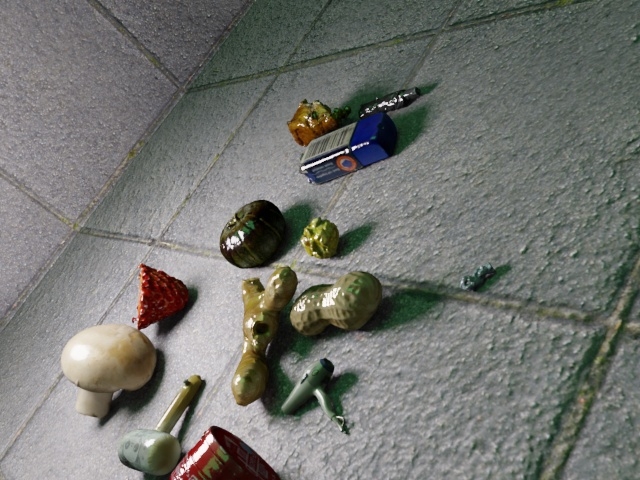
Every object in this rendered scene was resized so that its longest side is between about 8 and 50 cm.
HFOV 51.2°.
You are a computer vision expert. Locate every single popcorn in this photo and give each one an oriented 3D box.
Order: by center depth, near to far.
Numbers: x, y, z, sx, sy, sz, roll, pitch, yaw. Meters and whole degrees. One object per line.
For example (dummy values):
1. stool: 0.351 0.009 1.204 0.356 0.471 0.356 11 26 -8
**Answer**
1. popcorn: 0.000 0.000 1.887 0.120 0.116 0.106 -28 54 27

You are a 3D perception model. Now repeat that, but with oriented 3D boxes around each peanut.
1. peanut: 0.034 0.165 1.655 0.298 0.120 0.136 -22 81 41

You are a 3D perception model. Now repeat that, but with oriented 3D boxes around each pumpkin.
1. pumpkin: -0.220 -0.026 2.130 0.238 0.159 0.238 -34 34 27

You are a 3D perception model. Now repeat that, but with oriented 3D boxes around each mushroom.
1. mushroom: -0.671 0.421 2.122 0.292 0.292 0.290 42 124 58

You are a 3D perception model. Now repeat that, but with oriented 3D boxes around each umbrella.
1. umbrella: 0.226 -0.448 2.181 0.235 0.059 0.066 -11 67 40

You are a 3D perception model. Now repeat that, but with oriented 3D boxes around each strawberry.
1. strawberry: -0.537 0.201 2.249 0.234 0.177 0.234 -175 90 -74

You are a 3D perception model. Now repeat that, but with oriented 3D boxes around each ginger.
1. ginger: -0.165 0.246 1.793 0.348 0.121 0.364 163 117 -77

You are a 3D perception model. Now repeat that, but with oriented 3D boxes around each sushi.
1. sushi: -0.012 -0.417 2.322 0.179 0.166 0.296 -58 5 -9

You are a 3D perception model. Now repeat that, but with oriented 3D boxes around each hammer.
1. hammer: -0.417 0.496 1.847 0.201 0.113 0.306 -6 41 43

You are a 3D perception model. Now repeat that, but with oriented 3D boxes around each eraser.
1. eraser: 0.085 -0.292 2.129 0.332 0.101 0.155 -16 41 38

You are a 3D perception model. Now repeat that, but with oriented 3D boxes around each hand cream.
1. hand cream: -0.200 0.523 1.431 0.149 0.230 0.230 -47 32 -7

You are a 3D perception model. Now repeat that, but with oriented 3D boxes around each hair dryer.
1. hair dryer: -0.016 0.391 1.547 0.167 0.067 0.199 -41 46 26

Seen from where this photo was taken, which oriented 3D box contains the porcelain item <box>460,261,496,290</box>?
1. porcelain item: 0.344 0.081 1.469 0.083 0.036 0.028 -34 2 9
